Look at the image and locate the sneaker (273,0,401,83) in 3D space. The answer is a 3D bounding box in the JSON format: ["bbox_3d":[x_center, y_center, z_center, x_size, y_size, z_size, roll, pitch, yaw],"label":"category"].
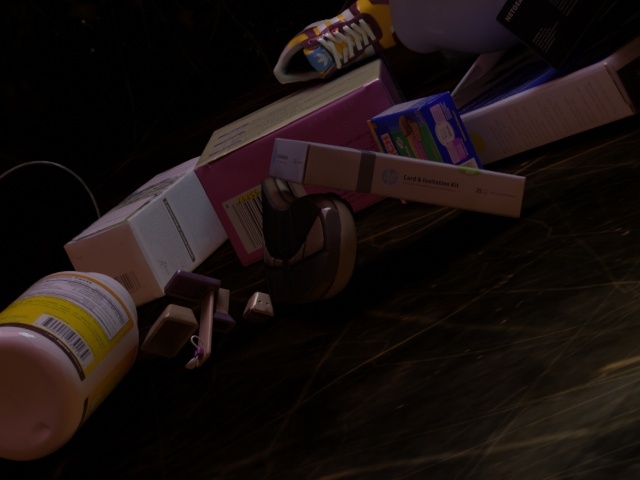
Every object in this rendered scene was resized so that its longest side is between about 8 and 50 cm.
[{"bbox_3d":[0.029,-0.214,2.127,0.185,0.069,0.084,-25,16,45],"label":"sneaker"}]

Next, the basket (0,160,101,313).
[{"bbox_3d":[-0.324,0.014,2.291,0.154,0.204,0.227,11,-1,-3],"label":"basket"}]

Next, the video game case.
[{"bbox_3d":[0.217,-0.205,2.159,0.201,0.023,0.183,-34,-12,-37],"label":"video game case"}]

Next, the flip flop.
[{"bbox_3d":[0.000,0.000,1.687,0.080,0.112,0.277,-3,1,-14],"label":"flip flop"}]

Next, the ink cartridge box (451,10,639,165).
[{"bbox_3d":[0.272,-0.170,1.922,0.303,0.072,0.307,-35,9,-36],"label":"ink cartridge box"}]

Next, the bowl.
[{"bbox_3d":[0.198,-0.301,1.929,0.134,0.298,0.298,26,38,23],"label":"bowl"}]

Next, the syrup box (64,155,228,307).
[{"bbox_3d":[-0.177,-0.010,2.189,0.093,0.096,0.237,-20,11,28],"label":"syrup box"}]

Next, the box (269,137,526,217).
[{"bbox_3d":[0.062,-0.053,1.652,0.186,0.038,0.145,9,3,-12],"label":"box"}]

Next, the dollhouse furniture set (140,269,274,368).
[{"bbox_3d":[-0.104,0.096,1.703,0.114,0.091,0.081,131,149,-50],"label":"dollhouse furniture set"}]

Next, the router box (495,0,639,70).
[{"bbox_3d":[0.309,-0.319,1.754,0.243,0.081,0.309,-36,-17,-49],"label":"router box"}]

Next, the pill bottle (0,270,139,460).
[{"bbox_3d":[-0.229,0.099,1.700,0.117,0.117,0.215,-24,10,19],"label":"pill bottle"}]

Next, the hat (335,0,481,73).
[{"bbox_3d":[0.183,-0.264,2.228,0.331,0.134,0.331,-25,-15,-7],"label":"hat"}]

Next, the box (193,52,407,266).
[{"bbox_3d":[-0.006,-0.091,2.098,0.213,0.117,0.243,-26,11,7],"label":"box"}]

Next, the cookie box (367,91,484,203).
[{"bbox_3d":[0.099,-0.086,1.862,0.040,0.092,0.107,-28,8,-24],"label":"cookie box"}]
